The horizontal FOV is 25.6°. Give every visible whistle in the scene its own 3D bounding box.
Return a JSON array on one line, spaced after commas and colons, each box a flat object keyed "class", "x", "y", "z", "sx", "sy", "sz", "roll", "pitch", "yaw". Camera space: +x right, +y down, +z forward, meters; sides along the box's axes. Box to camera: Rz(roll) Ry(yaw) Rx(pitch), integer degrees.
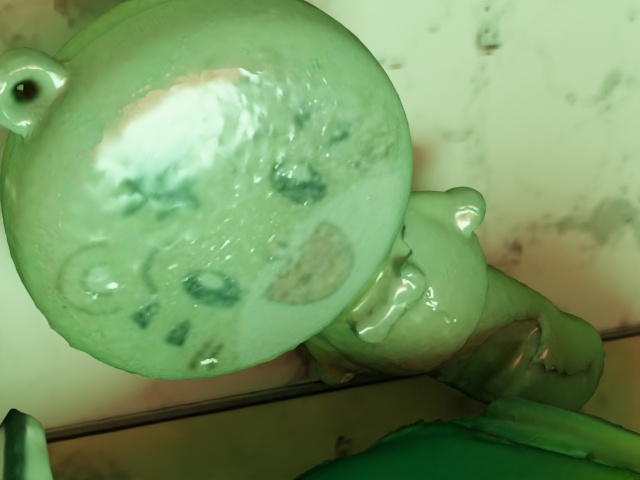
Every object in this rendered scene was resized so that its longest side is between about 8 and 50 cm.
[{"class": "whistle", "x": 0.000, "y": 0.000, "z": 0.456, "sx": 0.258, "sy": 0.067, "sz": 0.126, "roll": 28, "pitch": 107, "yaw": -36}]

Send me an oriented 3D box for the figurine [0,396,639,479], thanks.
[{"class": "figurine", "x": 0.058, "y": 0.165, "z": 0.448, "sx": 0.340, "sy": 0.231, "sz": 0.323, "roll": 5, "pitch": 151, "yaw": -15}]
